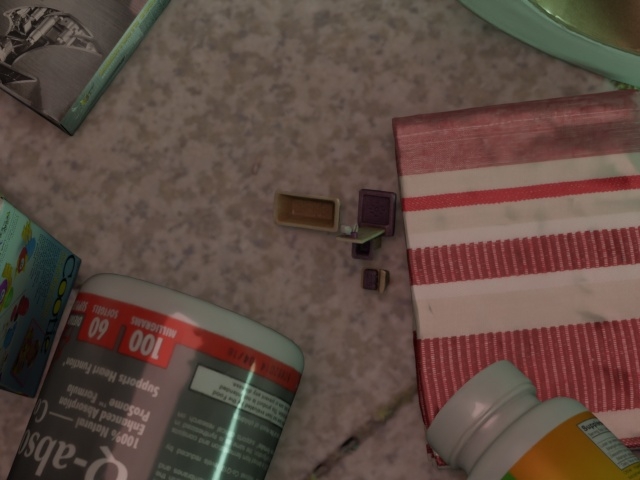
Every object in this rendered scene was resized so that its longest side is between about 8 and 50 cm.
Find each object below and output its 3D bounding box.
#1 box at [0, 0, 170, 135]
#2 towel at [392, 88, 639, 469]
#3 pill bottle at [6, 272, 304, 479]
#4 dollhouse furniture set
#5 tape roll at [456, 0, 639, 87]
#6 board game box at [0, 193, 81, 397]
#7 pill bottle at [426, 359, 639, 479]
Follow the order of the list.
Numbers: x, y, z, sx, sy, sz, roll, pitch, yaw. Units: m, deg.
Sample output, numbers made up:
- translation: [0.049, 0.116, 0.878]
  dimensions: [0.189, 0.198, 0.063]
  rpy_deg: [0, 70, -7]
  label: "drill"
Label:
- translation: [-0.247, -0.243, 1.874]
  dimensions: [0.183, 0.056, 0.231]
  rpy_deg: [35, 84, 12]
  label: "box"
- translation: [0.197, 0.034, 1.784]
  dimensions: [0.237, 0.037, 0.329]
  rpy_deg: [-6, 80, 3]
  label: "towel"
- translation: [-0.166, 0.228, 1.691]
  dimensions: [0.210, 0.210, 0.362]
  rpy_deg: [18, 81, 9]
  label: "pill bottle"
- translation: [0.000, 0.000, 1.784]
  dimensions: [0.114, 0.081, 0.091]
  rpy_deg: [8, 102, 21]
  label: "dollhouse furniture set"
- translation: [0.274, -0.214, 1.646]
  dimensions: [0.392, 0.392, 0.072]
  rpy_deg: [18, 81, 9]
  label: "tape roll"
- translation: [-0.324, 0.037, 1.713]
  dimensions: [0.142, 0.275, 0.144]
  rpy_deg: [16, 81, 9]
  label: "board game box"
- translation: [0.207, 0.219, 1.655]
  dimensions: [0.136, 0.136, 0.245]
  rpy_deg: [-43, 69, -4]
  label: "pill bottle"
